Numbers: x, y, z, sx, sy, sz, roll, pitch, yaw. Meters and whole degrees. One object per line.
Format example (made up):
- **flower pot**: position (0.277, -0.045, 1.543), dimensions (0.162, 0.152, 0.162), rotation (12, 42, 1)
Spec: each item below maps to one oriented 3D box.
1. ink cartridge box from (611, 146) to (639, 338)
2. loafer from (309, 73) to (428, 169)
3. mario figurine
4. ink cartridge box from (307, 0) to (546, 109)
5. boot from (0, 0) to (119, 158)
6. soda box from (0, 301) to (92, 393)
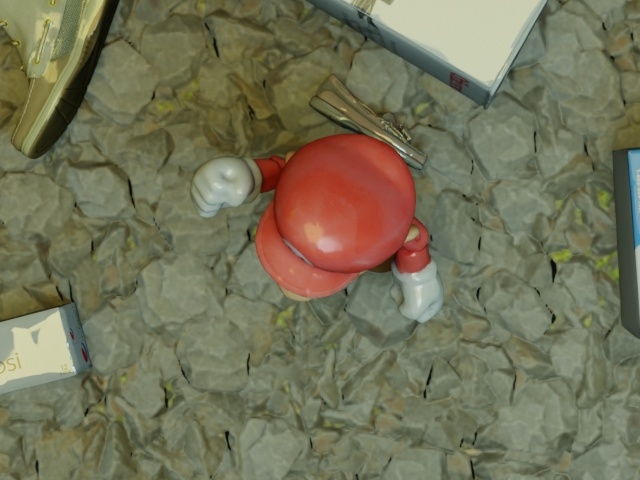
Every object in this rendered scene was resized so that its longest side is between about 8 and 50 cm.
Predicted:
- **ink cartridge box**: position (0.388, -0.006, 1.570), dimensions (0.232, 0.168, 0.171), rotation (-4, 91, 4)
- **loafer**: position (0.050, -0.112, 1.658), dimensions (0.125, 0.045, 0.039), rotation (31, 88, 6)
- **mario figurine**: position (0.000, 0.000, 1.526), dimensions (0.198, 0.320, 0.170), rotation (-7, 91, 6)
- **ink cartridge box**: position (0.051, -0.253, 1.562), dimensions (0.307, 0.223, 0.129), rotation (31, 93, 3)
- **boot**: position (-0.292, -0.199, 1.666), dimensions (0.165, 0.077, 0.213), rotation (21, 89, 3)
- **soda box**: position (-0.334, 0.118, 1.681), dimensions (0.216, 0.074, 0.069), rotation (-15, 91, 5)
